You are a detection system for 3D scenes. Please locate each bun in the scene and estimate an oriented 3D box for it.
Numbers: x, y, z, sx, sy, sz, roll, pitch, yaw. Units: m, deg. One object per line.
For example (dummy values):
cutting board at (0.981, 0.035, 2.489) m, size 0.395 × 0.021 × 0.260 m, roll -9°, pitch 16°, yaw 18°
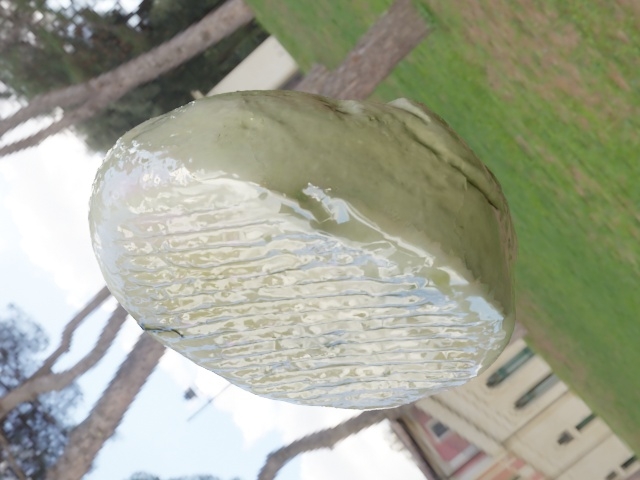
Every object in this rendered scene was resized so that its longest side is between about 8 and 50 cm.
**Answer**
bun at (0.000, 0.000, 0.537) m, size 0.237 × 0.209 × 0.116 m, roll 41°, pitch -135°, yaw -40°
